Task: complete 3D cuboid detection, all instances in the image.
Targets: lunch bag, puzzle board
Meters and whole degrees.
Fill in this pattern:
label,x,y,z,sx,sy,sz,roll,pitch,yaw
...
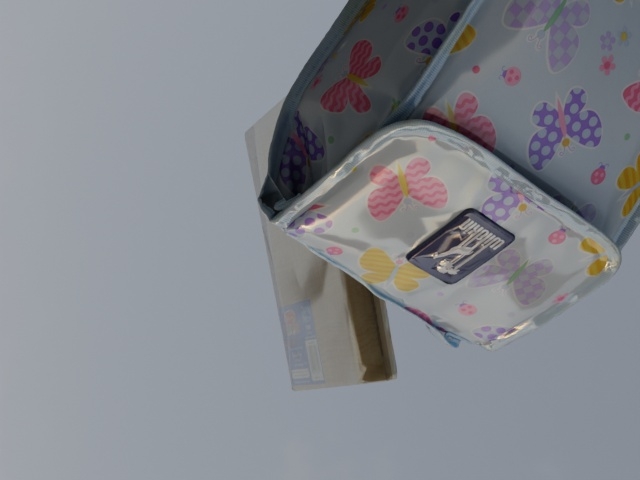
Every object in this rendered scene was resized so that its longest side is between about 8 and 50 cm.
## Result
label,x,y,z,sx,sy,sz,roll,pitch,yaw
lunch bag,0.035,-0.022,0.373,0.083,0.071,0.053,-55,-149,0
puzzle board,0.000,0.000,0.580,0.128,0.011,0.096,154,-75,-76
